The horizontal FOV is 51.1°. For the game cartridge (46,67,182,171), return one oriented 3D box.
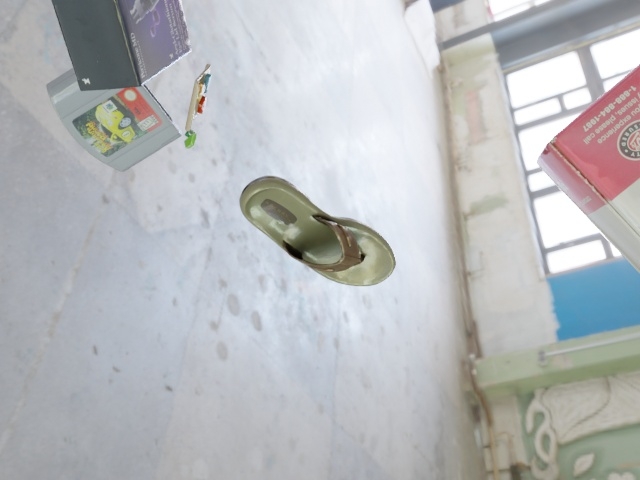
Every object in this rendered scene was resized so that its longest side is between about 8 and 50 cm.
[{"bbox_3d":[-0.457,-0.275,1.487,0.060,0.196,0.294,63,3,33],"label":"game cartridge"}]

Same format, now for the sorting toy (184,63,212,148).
[{"bbox_3d":[-0.131,-0.141,0.716,0.062,0.012,0.083,-83,-169,-56],"label":"sorting toy"}]

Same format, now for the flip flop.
[{"bbox_3d":[0.000,0.000,1.006,0.277,0.112,0.080,34,19,-29],"label":"flip flop"}]

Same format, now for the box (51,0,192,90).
[{"bbox_3d":[-0.303,-0.338,1.049,0.207,0.108,0.153,-67,153,-55],"label":"box"}]

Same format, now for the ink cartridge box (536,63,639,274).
[{"bbox_3d":[0.340,-0.029,0.504,0.283,0.207,0.117,51,8,10],"label":"ink cartridge box"}]
